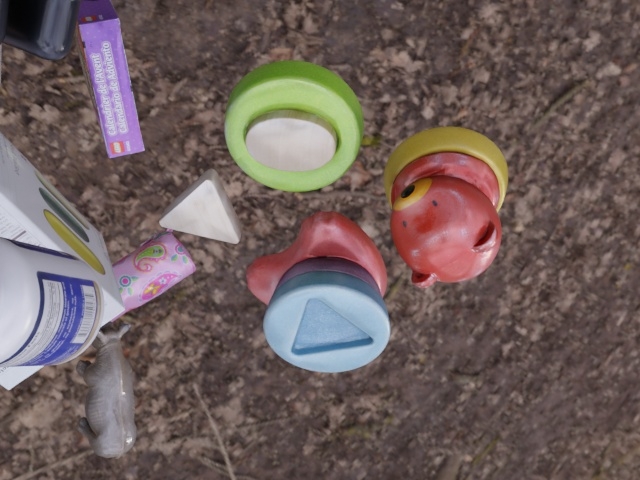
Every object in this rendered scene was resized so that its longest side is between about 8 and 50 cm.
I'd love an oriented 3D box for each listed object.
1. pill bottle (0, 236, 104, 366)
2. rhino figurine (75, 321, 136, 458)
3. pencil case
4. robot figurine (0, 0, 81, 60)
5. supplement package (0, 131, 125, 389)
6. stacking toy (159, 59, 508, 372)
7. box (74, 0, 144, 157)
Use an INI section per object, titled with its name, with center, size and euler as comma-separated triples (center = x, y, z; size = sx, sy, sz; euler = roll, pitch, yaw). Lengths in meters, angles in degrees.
[pill bottle]
center = -0.277, 0.054, 0.648
size = 0.112, 0.112, 0.186
euler = -55, 166, -1
[rhino figurine]
center = -0.312, 0.203, 1.101
size = 0.073, 0.106, 0.243
euler = -5, 97, -33
[pencil case]
center = -0.409, 0.086, 1.611
size = 0.284, 0.124, 0.124
euler = -33, 130, -17
[robot figurine]
center = -0.220, -0.279, 0.546
size = 0.173, 0.209, 0.278
euler = 14, 106, -5
[supplement package]
center = -0.433, 0.016, 1.004
size = 0.198, 0.199, 0.263
euler = -35, 132, -1
[stacking toy]
center = 0.000, 0.000, 0.721
size = 0.279, 0.130, 0.309
euler = 29, 127, -18
[box]
center = -0.336, -0.282, 1.146
size = 0.057, 0.293, 0.201
euler = -15, 127, -15
